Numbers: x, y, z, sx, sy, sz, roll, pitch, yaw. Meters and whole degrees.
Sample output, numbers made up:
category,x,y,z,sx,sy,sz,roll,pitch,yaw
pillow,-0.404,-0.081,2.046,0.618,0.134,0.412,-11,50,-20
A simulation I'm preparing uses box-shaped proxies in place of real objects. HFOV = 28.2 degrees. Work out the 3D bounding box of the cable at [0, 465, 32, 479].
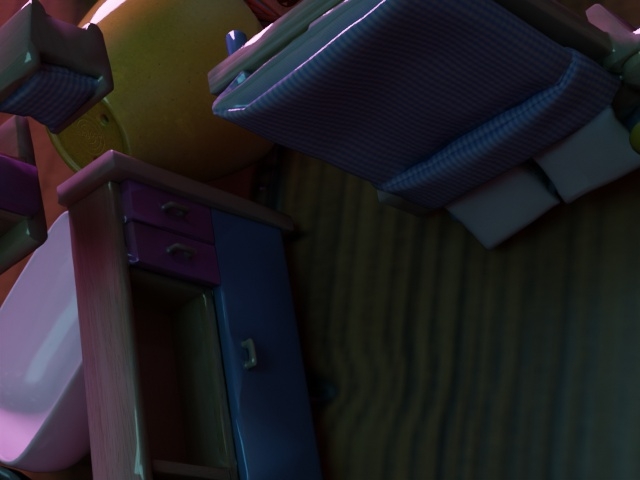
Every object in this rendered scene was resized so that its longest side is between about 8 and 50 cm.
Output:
category,x,y,z,sx,sy,sz,roll,pitch,yaw
cable,-0.122,0.233,0.648,0.139,0.072,0.287,-28,72,11

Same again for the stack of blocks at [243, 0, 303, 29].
category,x,y,z,sx,sy,sz,roll,pitch,yaw
stack of blocks,-0.099,-0.236,0.834,0.297,0.087,0.171,18,82,35

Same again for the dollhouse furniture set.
category,x,y,z,sx,sy,sz,roll,pitch,yaw
dollhouse furniture set,0.000,0.000,0.560,0.303,0.286,0.198,-30,58,32

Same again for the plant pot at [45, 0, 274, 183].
category,x,y,z,sx,sy,sz,roll,pitch,yaw
plant pot,-0.102,-0.081,0.730,0.134,0.134,0.095,15,38,35

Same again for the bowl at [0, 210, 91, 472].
category,x,y,z,sx,sy,sz,roll,pitch,yaw
bowl,-0.147,0.062,0.754,0.142,0.053,0.142,-59,33,0
